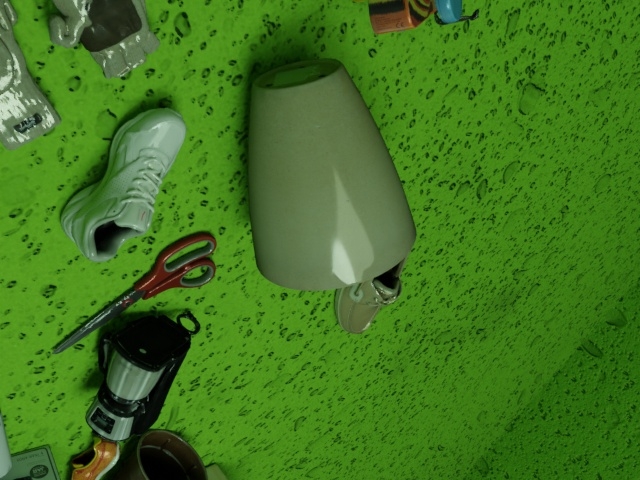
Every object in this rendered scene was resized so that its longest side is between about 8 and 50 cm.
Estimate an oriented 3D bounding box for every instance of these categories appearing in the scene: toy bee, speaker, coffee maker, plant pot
[{"bbox_3d":[0.127,-0.373,0.862,0.195,0.298,0.162,-8,107,9],"label":"toy bee"},{"bbox_3d":[-0.517,0.313,0.977,0.055,0.055,0.136,-15,133,-31],"label":"speaker"},{"bbox_3d":[-0.288,0.225,1.039,0.171,0.120,0.178,-3,130,-48],"label":"coffee maker"},{"bbox_3d":[-0.006,-0.112,0.917,0.256,0.256,0.274,-26,122,-20],"label":"plant pot"},{"bbox_3d":[-0.334,0.487,1.219,0.165,0.167,0.167,-46,142,15],"label":"plant pot"}]

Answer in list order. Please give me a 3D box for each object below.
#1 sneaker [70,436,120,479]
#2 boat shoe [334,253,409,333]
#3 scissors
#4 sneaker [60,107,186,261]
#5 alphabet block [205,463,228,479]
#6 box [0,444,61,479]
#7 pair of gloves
[{"bbox_3d":[-0.438,0.429,1.159,0.067,0.064,0.175,28,99,-29],"label":"sneaker"},{"bbox_3d":[0.112,0.088,1.281,0.109,0.098,0.302,-9,130,-35],"label":"boat shoe"},{"bbox_3d":[-0.294,0.079,0.990,0.297,0.021,0.109,-25,140,-20],"label":"scissors"},{"bbox_3d":[-0.241,-0.064,0.826,0.090,0.115,0.232,24,107,-49],"label":"sneaker"},{"bbox_3d":[-0.266,0.651,1.367,0.192,0.197,0.194,-13,133,-44],"label":"alphabet block"},{"bbox_3d":[-0.473,0.479,0.977,0.169,0.290,0.087,-8,129,-37],"label":"box"},{"bbox_3d":[-0.306,-0.231,0.681,0.240,0.042,0.204,-37,144,-5],"label":"pair of gloves"}]
